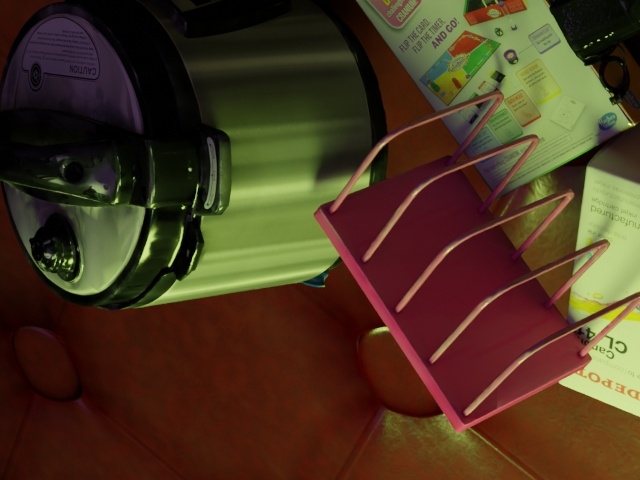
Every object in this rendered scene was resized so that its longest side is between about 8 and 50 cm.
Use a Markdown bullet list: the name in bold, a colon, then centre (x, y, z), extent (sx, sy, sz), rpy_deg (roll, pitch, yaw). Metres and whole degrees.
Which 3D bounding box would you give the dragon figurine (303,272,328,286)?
- **dragon figurine**: centre (0.000, 0.000, 2.256), extent (0.289, 0.085, 0.144), rpy_deg (37, 137, 19)

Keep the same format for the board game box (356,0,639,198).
- **board game box**: centre (0.193, -0.225, 1.949), extent (0.316, 0.064, 0.242), rpy_deg (54, 142, -5)

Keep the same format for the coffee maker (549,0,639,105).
- **coffee maker**: centre (0.336, -0.251, 1.778), extent (0.178, 0.120, 0.171), rpy_deg (-17, 120, 45)

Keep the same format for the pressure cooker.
- **pressure cooker**: centre (-0.177, -0.106, 2.024), extent (0.370, 0.420, 0.375), rpy_deg (-52, 57, 44)

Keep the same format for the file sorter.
- **file sorter**: centre (0.176, 0.012, 1.893), extent (0.291, 0.202, 0.182), rpy_deg (57, 144, 16)

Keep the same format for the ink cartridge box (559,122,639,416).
- **ink cartridge box**: centre (0.398, 0.050, 1.943), extent (0.226, 0.131, 0.306), rpy_deg (22, 129, 27)
